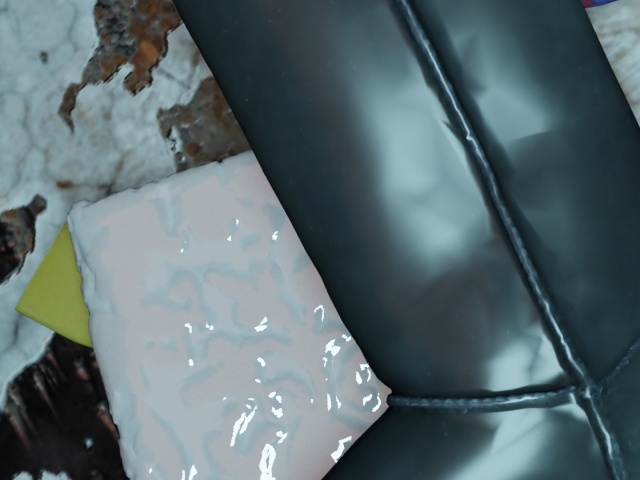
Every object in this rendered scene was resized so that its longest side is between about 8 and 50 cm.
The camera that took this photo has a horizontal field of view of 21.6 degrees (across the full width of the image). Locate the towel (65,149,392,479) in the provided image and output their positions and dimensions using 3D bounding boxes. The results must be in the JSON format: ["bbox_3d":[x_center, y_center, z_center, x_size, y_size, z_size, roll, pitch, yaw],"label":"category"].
[{"bbox_3d":[0.032,0.092,0.987,0.316,0.053,0.332,-17,77,7],"label":"towel"}]

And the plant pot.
[{"bbox_3d":[-0.132,0.034,1.093,0.083,0.081,0.081,33,95,14],"label":"plant pot"}]

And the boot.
[{"bbox_3d":[0.002,-0.001,0.873,0.367,0.146,0.445,-24,89,-6],"label":"boot"}]

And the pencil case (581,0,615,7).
[{"bbox_3d":[0.233,-0.226,0.947,0.306,0.119,0.133,-17,92,20],"label":"pencil case"}]
